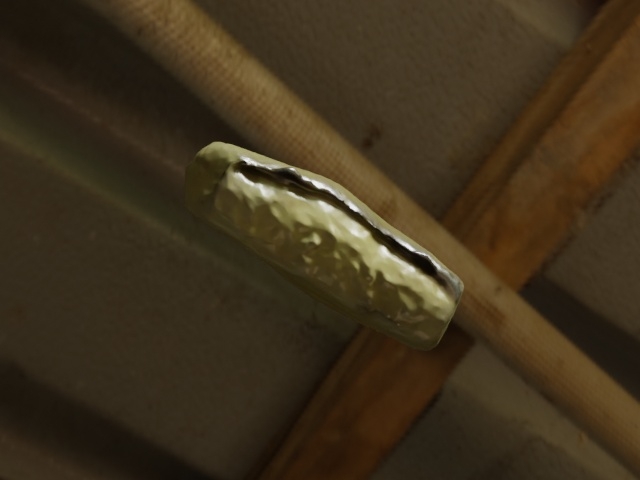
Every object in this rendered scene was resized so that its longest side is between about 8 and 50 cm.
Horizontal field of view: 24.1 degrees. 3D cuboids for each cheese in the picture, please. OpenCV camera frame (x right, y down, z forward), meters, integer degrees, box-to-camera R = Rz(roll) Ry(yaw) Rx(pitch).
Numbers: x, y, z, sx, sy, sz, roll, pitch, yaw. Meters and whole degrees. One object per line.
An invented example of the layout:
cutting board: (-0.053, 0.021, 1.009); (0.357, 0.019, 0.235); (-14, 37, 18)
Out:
cheese: (0.000, 0.000, 0.406); (0.083, 0.044, 0.030); (32, -100, -15)
